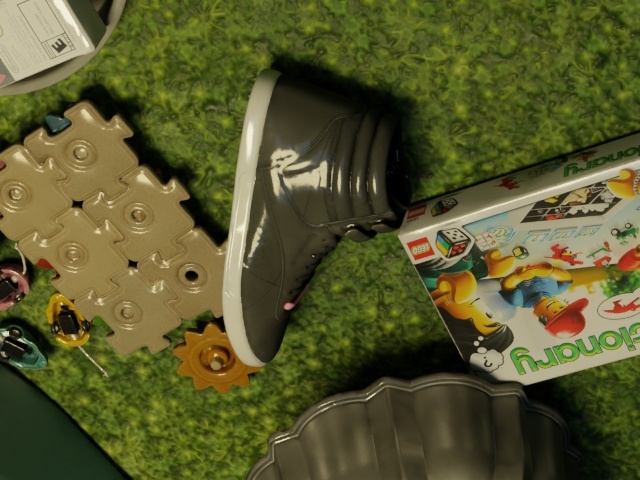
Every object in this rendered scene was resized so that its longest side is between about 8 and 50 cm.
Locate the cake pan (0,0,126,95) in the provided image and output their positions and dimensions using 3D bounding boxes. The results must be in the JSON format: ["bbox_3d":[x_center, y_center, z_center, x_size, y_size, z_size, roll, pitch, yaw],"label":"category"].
[{"bbox_3d":[-0.295,-0.261,1.401,0.293,0.054,0.293,5,124,8],"label":"cake pan"}]

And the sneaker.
[{"bbox_3d":[0.000,0.000,1.477,0.147,0.104,0.295,13,120,10],"label":"sneaker"}]

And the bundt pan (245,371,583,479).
[{"bbox_3d":[0.095,0.276,1.568,0.331,0.124,0.331,-4,133,-4],"label":"bundt pan"}]

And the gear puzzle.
[{"bbox_3d":[-0.164,0.016,1.565,0.175,0.044,0.339,-30,115,22],"label":"gear puzzle"}]

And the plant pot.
[{"bbox_3d":[-0.344,0.235,1.674,0.165,0.165,0.234,-28,108,26],"label":"plant pot"}]

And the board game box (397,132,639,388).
[{"bbox_3d":[0.245,0.015,1.467,0.305,0.053,0.193,-18,118,22],"label":"board game box"}]

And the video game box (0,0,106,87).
[{"bbox_3d":[-0.305,-0.217,1.371,0.187,0.048,0.205,-19,116,21],"label":"video game box"}]

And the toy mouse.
[{"bbox_3d":[-0.295,0.071,1.631,0.143,0.031,0.161,-10,120,17],"label":"toy mouse"}]
